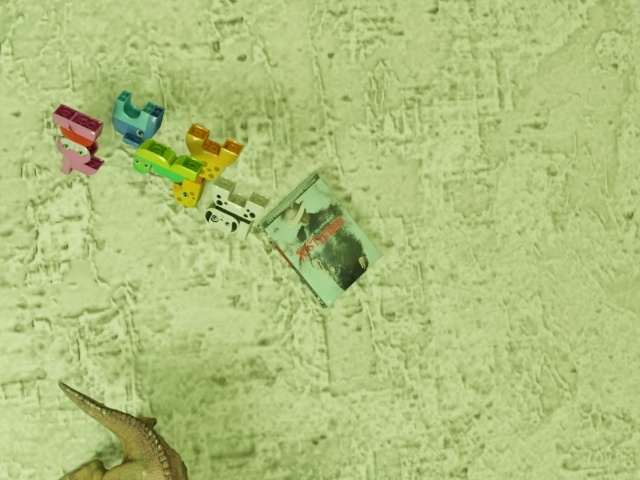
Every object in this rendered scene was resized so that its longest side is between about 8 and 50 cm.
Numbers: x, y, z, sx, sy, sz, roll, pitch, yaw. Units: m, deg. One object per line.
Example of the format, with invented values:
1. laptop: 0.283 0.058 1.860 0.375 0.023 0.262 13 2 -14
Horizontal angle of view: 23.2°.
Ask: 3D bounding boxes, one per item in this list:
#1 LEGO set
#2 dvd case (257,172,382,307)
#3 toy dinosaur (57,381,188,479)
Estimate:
1. LEGO set: -0.154 -0.069 1.564 0.227 0.093 0.087 25 42 6
2. dvd case: 0.000 0.000 1.666 0.087 0.013 0.119 -43 104 -17
3. toy dinosaur: -0.160 0.268 1.499 0.127 0.200 0.295 -16 95 -22
